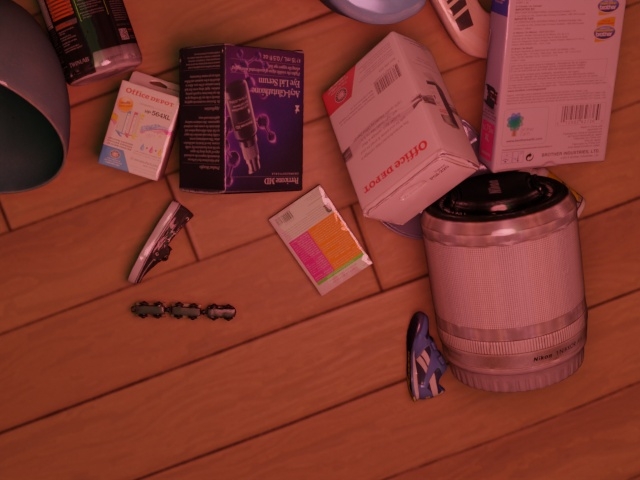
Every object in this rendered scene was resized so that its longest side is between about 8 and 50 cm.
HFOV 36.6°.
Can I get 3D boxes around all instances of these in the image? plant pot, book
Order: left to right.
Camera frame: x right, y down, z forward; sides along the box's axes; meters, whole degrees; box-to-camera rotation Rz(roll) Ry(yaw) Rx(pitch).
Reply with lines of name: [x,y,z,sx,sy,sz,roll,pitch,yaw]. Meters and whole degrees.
plant pot: [-0.474,-0.224,1.330,0.290,0.290,0.196,8,59,-5]
book: [0.000,0.000,1.482,0.096,0.035,0.144,-34,97,3]

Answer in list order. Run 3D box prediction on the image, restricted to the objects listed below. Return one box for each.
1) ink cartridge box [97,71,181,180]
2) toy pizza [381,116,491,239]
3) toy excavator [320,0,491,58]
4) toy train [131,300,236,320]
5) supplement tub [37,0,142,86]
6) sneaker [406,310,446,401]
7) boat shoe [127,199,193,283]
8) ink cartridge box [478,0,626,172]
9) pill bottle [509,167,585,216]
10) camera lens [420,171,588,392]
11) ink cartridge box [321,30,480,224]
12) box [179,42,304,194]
ink cartridge box: [-0.257,-0.169,1.417,0.092,0.090,0.143,17,95,-5]
toy pizza: [0.161,-0.102,1.482,0.201,0.032,0.201,-1,96,-5]
toy excavator: [0.145,-0.387,1.389,0.432,0.222,0.445,-26,111,-2]
toy train: [-0.208,0.106,1.476,0.158,0.036,0.027,2,92,-5]
supplement tub: [-0.337,-0.326,1.383,0.117,0.117,0.191,-18,96,-2]
sneaker: [0.165,0.178,1.501,0.059,0.053,0.144,-2,104,-3]
boat shoe: [-0.241,0.008,1.458,0.040,0.049,0.142,31,91,-7]
ink cartridge box: [0.327,-0.257,1.365,0.185,0.065,0.311,-6,116,-16]
pill bottle: [0.341,-0.072,1.480,0.116,0.065,0.065,36,92,-6]
camera lens: [0.266,0.051,1.395,0.219,0.219,0.274,-11,108,-3]
ink cartridge box: [0.109,-0.155,1.363,0.158,0.092,0.218,-38,55,34]
box: [-0.112,-0.171,1.385,0.153,0.108,0.207,-7,99,-44]
